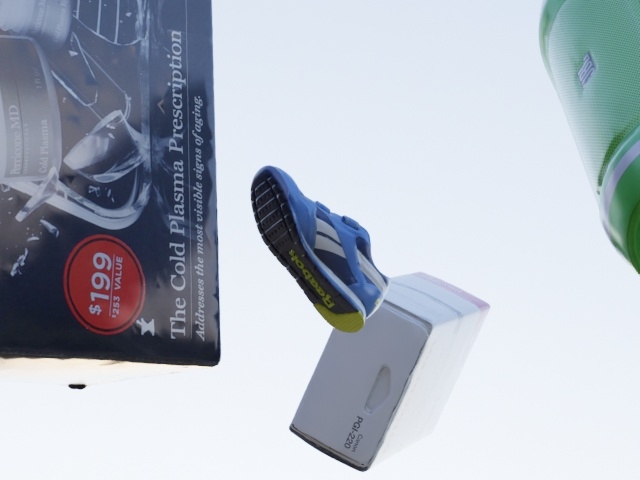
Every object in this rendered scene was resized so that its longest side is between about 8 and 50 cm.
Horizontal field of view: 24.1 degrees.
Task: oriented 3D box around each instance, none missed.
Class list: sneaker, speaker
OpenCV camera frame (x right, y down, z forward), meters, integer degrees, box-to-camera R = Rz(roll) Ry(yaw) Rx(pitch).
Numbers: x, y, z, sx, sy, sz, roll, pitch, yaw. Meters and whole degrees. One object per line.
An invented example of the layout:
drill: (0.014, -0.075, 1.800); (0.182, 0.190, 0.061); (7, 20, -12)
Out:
sneaker: (0.000, 0.000, 1.151); (0.144, 0.059, 0.053); (56, -33, -6)
speaker: (0.223, -0.090, 0.983); (0.131, 0.296, 0.131); (-1, -56, -2)

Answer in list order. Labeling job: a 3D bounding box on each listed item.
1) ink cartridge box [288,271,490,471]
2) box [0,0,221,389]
ink cartridge box: (0.072, 0.122, 1.459); (0.092, 0.158, 0.218); (27, 11, 16)
box: (-0.243, -0.077, 1.034); (0.313, 0.343, 0.179); (7, -13, -43)
